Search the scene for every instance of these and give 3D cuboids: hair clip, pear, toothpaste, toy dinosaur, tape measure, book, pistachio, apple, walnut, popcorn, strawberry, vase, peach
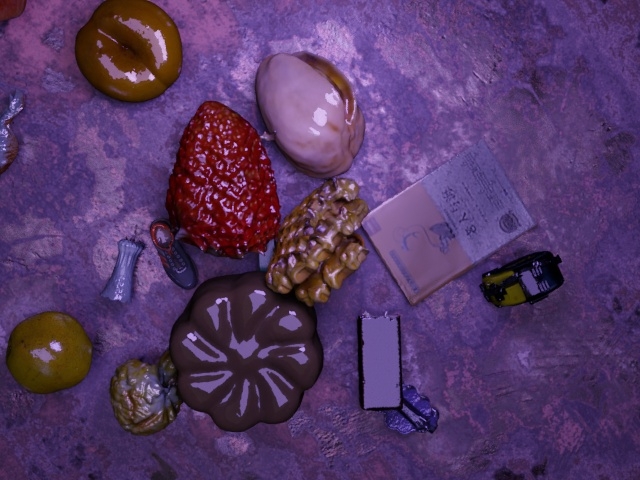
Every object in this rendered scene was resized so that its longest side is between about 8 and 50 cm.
[{"bbox_3d":[0.213,0.431,1.932,0.195,0.052,0.124,37,85,0],"label":"hair clip"},{"bbox_3d":[-0.645,0.266,1.803,0.198,0.198,0.198,0,94,-4],"label":"pear"},{"bbox_3d":[-0.130,0.078,1.893,0.043,0.037,0.178,-2,93,1],"label":"toothpaste"},{"bbox_3d":[-0.837,-0.185,1.810,0.205,0.092,0.393,11,90,-9],"label":"toy dinosaur"},{"bbox_3d":[0.500,0.101,1.860,0.199,0.186,0.112,-26,87,-3],"label":"tape measure"},{"bbox_3d":[0.321,-0.047,1.916,0.389,0.032,0.269,-34,94,-2],"label":"book"},{"bbox_3d":[-0.023,-0.298,1.788,0.238,0.229,0.321,-31,86,32],"label":"pistachio"},{"bbox_3d":[-0.757,-0.572,1.760,0.146,0.146,0.131,-9,117,-3],"label":"apple"},{"bbox_3d":[0.064,0.038,1.891,0.121,0.052,0.091,-41,58,-2],"label":"walnut"},{"bbox_3d":[-0.412,0.362,1.830,0.212,0.198,0.198,-39,96,-34],"label":"popcorn"},{"bbox_3d":[-0.209,-0.134,1.745,0.292,0.292,0.343,14,105,-4],"label":"strawberry"},{"bbox_3d":[-0.482,0.072,1.851,0.081,0.081,0.148,15,89,-4],"label":"vase"},{"bbox_3d":[-0.446,-0.446,1.786,0.251,0.153,0.251,0,93,4],"label":"peach"}]

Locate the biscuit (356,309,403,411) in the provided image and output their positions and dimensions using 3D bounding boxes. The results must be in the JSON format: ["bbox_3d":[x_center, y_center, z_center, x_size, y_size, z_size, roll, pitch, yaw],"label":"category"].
[{"bbox_3d":[0.148,0.298,1.892,0.106,0.070,0.252,-2,85,-4],"label":"biscuit"}]

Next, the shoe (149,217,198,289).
[{"bbox_3d":[-0.364,0.036,1.854,0.074,0.077,0.194,-26,94,-2],"label":"shoe"}]

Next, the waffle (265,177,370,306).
[{"bbox_3d":[0.000,0.000,1.752,0.261,0.324,0.151,-38,108,23],"label":"waffle"}]

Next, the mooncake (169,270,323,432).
[{"bbox_3d":[-0.174,0.262,1.799,0.378,0.201,0.378,0,102,-1],"label":"mooncake"}]
